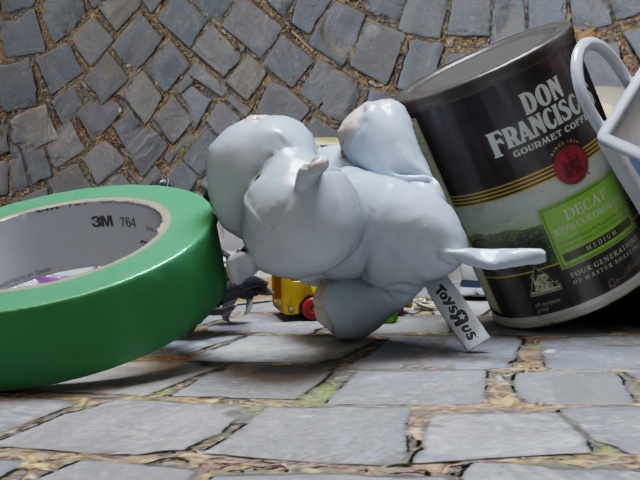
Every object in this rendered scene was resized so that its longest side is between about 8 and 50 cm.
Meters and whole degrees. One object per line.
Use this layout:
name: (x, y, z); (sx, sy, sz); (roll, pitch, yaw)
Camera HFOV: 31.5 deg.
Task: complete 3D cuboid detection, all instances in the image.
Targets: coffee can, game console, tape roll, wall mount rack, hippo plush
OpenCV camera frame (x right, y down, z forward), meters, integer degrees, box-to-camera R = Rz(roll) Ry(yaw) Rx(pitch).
coffee can: (0.228, -0.072, 1.239); (0.201, 0.275, 0.201); (-24, 13, 6)
game console: (0.426, 0.059, 1.375); (0.361, 0.044, 0.213); (-7, 7, -42)
tape roll: (-0.253, 0.034, 1.086); (0.321, 0.077, 0.321); (-9, 20, 3)
wall mount rack: (0.369, -0.048, 1.119); (0.130, 0.350, 0.304); (-22, 19, 42)
hippo plush: (0.000, 0.000, 1.091); (0.236, 0.234, 0.294); (2, 40, -42)

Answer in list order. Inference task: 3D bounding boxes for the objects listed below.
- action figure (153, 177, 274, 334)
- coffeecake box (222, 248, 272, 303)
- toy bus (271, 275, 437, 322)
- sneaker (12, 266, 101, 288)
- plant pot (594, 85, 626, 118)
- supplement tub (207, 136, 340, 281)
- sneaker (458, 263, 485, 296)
action figure: (-0.149, 0.038, 1.315); (0.164, 0.141, 0.276); (6, 28, -15)
coffeecake box: (-0.172, 0.050, 1.589); (0.142, 0.068, 0.185); (-4, 4, -33)
toy bus: (0.034, 0.038, 1.397); (0.191, 0.104, 0.202); (1, 5, 34)
sneaker: (-0.353, 0.051, 1.559); (0.114, 0.152, 0.305); (38, 29, 3)
plant pot: (0.389, -0.041, 1.553); (0.284, 0.284, 0.191); (-2, 33, 0)
supplement tub: (0.009, -0.044, 1.729); (0.316, 0.228, 0.228); (-4, 4, -30)
sneaker: (0.248, 0.025, 1.589); (0.090, 0.095, 0.235); (-3, 2, 16)
